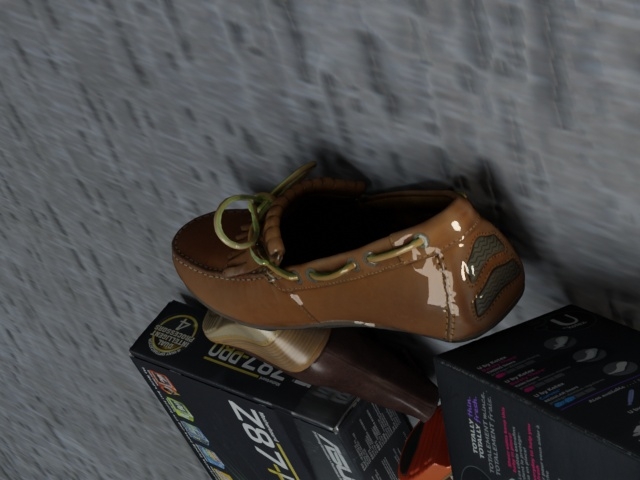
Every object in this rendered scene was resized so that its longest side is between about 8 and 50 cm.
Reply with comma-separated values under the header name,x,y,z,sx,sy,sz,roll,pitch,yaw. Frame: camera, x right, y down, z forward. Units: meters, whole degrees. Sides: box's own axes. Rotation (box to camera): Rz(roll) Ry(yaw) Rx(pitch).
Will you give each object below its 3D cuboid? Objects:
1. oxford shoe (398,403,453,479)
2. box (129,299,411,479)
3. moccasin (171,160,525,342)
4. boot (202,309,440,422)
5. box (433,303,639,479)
name,x,y,z,sx,sy,sz,roll,pitch,yaw
oxford shoe,0.177,0.177,1.590,0.098,0.096,0.271,27,152,-16
box,-0.008,0.258,1.973,0.318,0.097,0.395,15,145,39
moccasin,-0.002,0.002,1.488,0.380,0.139,0.147,9,134,54
boot,-0.003,0.107,1.724,0.207,0.090,0.248,30,179,-14
box,0.224,0.172,1.320,0.270,0.143,0.165,24,128,58
